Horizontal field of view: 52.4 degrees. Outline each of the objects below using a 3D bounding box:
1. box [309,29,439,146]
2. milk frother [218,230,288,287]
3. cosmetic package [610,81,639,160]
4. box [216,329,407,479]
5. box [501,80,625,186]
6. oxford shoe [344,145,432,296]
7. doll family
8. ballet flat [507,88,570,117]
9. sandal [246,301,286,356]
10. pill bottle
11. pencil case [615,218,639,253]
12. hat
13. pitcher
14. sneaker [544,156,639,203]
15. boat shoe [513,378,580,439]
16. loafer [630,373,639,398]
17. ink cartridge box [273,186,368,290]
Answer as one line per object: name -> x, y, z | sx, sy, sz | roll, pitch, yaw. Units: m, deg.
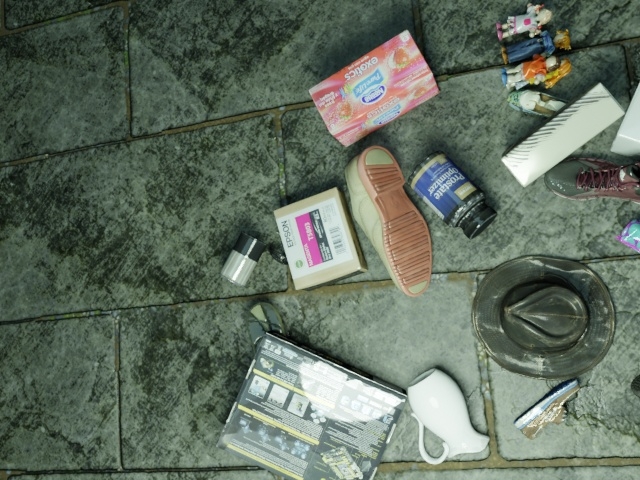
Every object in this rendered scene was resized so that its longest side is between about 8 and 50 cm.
box -> 0.144, -0.393, 1.721 | 0.300, 0.154, 0.142 | -29, 75, 12
milk frother -> -0.179, 0.068, 1.783 | 0.143, 0.129, 0.134 | 28, 89, 26
cosmetic package -> 0.786, -0.258, 1.484 | 0.184, 0.151, 0.151 | 25, 91, 19
box -> -0.020, 0.450, 1.650 | 0.395, 0.097, 0.318 | 23, 89, 4
box -> 0.567, -0.250, 1.542 | 0.275, 0.113, 0.094 | -40, 91, 22
oxford shoe -> 0.174, -0.042, 1.697 | 0.146, 0.140, 0.397 | -21, 85, 59
doll family -> 0.541, -0.466, 1.628 | 0.163, 0.118, 0.263 | -11, 57, 24
ballet flat -> 0.557, -0.341, 1.620 | 0.188, 0.070, 0.070 | 21, 90, 20
sandal -> -0.126, 0.315, 1.755 | 0.120, 0.086, 0.302 | -8, 82, 4
pill bottle -> 0.333, -0.112, 1.635 | 0.123, 0.123, 0.219 | -45, 72, 9
pencil case -> 0.764, 0.020, 1.502 | 0.070, 0.064, 0.152 | -43, 71, -8
hat -> 0.519, 0.181, 1.530 | 0.331, 0.134, 0.331 | -2, 83, 18
pitcher -> 0.284, 0.434, 1.590 | 0.178, 0.125, 0.207 | -35, 85, 22
sneaker -> 0.666, -0.152, 1.505 | 0.281, 0.162, 0.106 | 7, 85, 19
boat shoe -> 0.545, 0.398, 1.533 | 0.183, 0.066, 0.066 | -45, 76, 19
loafer -> 0.805, 0.297, 1.456 | 0.220, 0.080, 0.078 | -34, 106, 11
ink cartridge box -> 0.000, 0.000, 1.753 | 0.193, 0.088, 0.234 | -20, 78, 14
